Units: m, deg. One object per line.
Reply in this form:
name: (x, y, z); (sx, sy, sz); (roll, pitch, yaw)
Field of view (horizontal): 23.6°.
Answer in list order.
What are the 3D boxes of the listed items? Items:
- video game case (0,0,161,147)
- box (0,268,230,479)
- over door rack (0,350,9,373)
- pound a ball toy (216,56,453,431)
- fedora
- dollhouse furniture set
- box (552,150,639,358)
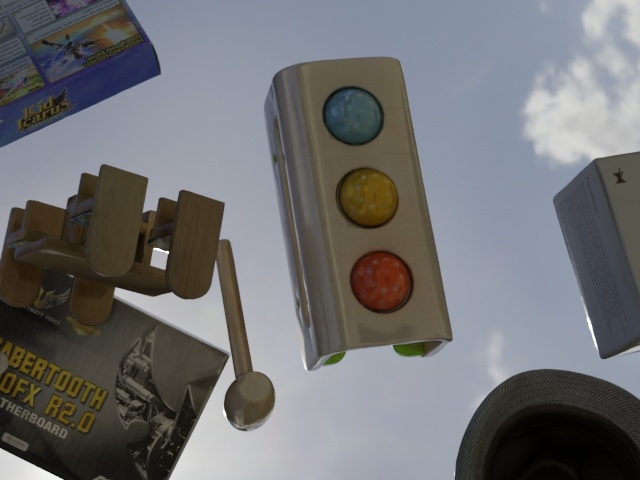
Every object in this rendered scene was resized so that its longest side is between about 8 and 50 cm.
video game case: (-0.355, -0.230, 1.772); (0.244, 0.269, 0.061); (57, 168, 35)
box: (-0.229, 0.141, 1.503); (0.183, 0.231, 0.056); (-63, 0, -1)
over door rack: (-0.348, 0.206, 1.393); (0.239, 0.108, 0.324); (115, 150, -49)
pound a ball toy: (0.000, 0.000, 1.405); (0.136, 0.208, 0.319); (124, 139, -70)
fedora: (0.253, 0.286, 1.632); (0.124, 0.243, 0.275); (104, 174, -52)
dollhouse furniture set: (-0.238, 0.032, 1.320); (0.242, 0.212, 0.161); (17, -108, -30)
box: (0.353, 0.006, 1.521); (0.119, 0.181, 0.182); (125, 133, -67)
